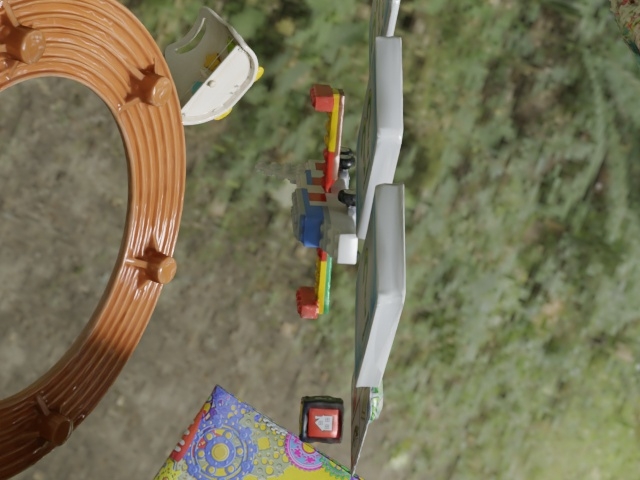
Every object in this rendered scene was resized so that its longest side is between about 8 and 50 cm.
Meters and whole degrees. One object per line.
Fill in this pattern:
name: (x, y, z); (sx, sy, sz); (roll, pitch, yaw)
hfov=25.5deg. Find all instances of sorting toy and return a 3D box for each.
sorting toy: (-0.089, -0.142, 1.103); (0.083, 0.075, 0.045); (-46, 151, 22)

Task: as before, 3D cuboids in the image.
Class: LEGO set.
LEGO set: (0.000, 0.000, 0.629); (0.244, 0.060, 0.182); (99, -7, -61)

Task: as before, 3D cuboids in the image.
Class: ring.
ring: (-0.181, 0.004, 0.895); (0.336, 0.032, 0.336); (-40, 139, -46)

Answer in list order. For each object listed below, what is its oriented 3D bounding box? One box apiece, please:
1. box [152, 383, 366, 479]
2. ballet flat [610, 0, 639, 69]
box: (-0.067, 0.264, 0.879); (0.290, 0.177, 0.279); (-56, 176, -10)
ballet flat: (0.212, -0.118, 0.786); (0.077, 0.091, 0.241); (-53, -165, 22)
